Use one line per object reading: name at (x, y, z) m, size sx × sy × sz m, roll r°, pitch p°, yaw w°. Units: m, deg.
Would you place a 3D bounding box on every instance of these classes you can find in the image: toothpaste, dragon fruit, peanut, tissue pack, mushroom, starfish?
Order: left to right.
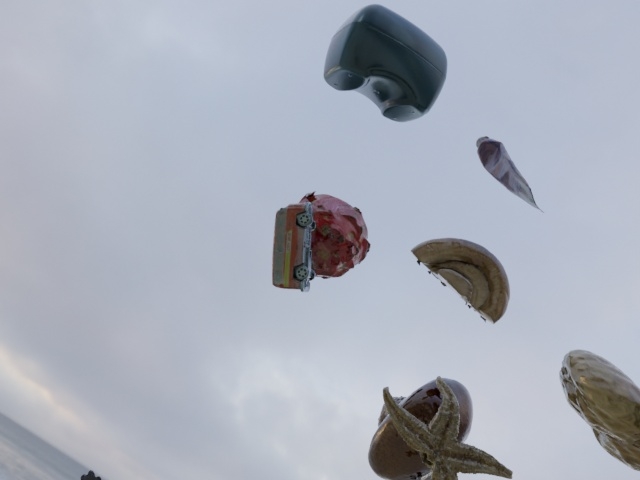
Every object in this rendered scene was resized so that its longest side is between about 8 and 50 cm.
dragon fruit at (0.000, 0.000, 1.685) m, size 0.371 × 0.249 × 0.386 m, roll -22°, pitch -77°, yaw 25°
tissue pack at (0.168, -0.447, 1.013) m, size 0.288 × 0.205 × 0.198 m, roll 20°, pitch 1°, yaw -21°
mushroom at (0.258, 0.520, 1.138) m, size 0.260 × 0.346 × 0.345 m, roll 38°, pitch -28°, yaw 41°
starfish at (0.224, 0.349, 0.729) m, size 0.247 × 0.138 × 0.050 m, roll 56°, pitch -22°, yaw 14°
mushroom at (0.391, 0.077, 1.083) m, size 0.286 × 0.151 × 0.156 m, roll 43°, pitch 5°, yaw 16°
toothpaste at (0.420, -0.165, 0.921) m, size 0.048 × 0.300 × 0.075 m, roll -10°, pitch -53°, yaw 5°
peanut at (0.539, 0.315, 0.745) m, size 0.110 × 0.196 × 0.233 m, roll -40°, pitch -76°, yaw 7°

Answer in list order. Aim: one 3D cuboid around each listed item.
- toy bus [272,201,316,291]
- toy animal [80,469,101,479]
toy bus at (-0.078, 0.018, 1.195) m, size 0.120 × 0.264 × 0.121 m, roll 1°, pitch -7°, yaw 8°
toy animal at (-0.263, 0.387, 0.474) m, size 0.062 × 0.108 × 0.220 m, roll -15°, pitch -84°, yaw 48°
